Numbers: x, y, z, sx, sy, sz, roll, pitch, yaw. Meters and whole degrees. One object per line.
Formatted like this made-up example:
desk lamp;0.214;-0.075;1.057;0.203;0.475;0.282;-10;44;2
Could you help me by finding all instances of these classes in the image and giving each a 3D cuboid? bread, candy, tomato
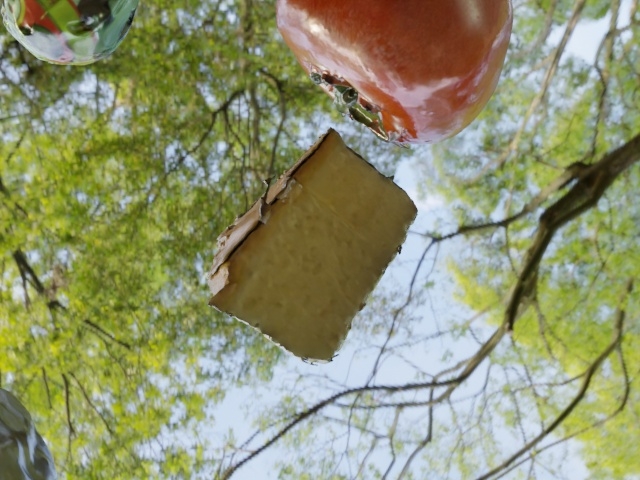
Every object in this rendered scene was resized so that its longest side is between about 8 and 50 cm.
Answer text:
bread;0.000;0.000;1.225;0.248;0.279;0.315;40;-171;-14
candy;-0.109;-0.236;0.646;0.083;0.091;0.305;41;-115;21
tomato;0.115;-0.291;1.123;0.341;0.341;0.273;39;-89;23

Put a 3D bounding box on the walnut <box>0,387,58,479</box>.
walnut;-0.246;0.160;0.392;0.227;0.283;0.283;18;-129;-7
